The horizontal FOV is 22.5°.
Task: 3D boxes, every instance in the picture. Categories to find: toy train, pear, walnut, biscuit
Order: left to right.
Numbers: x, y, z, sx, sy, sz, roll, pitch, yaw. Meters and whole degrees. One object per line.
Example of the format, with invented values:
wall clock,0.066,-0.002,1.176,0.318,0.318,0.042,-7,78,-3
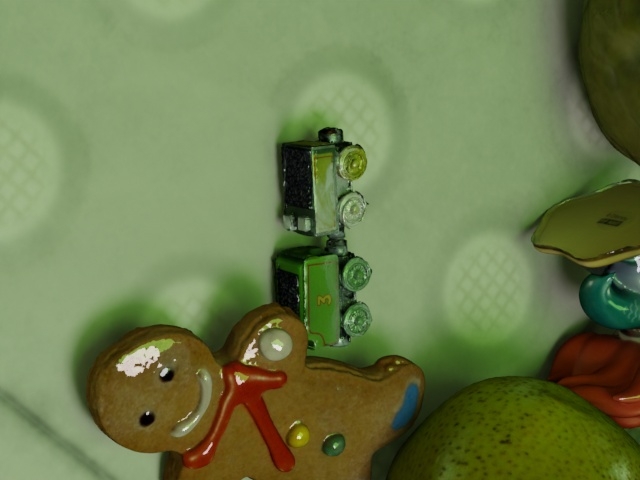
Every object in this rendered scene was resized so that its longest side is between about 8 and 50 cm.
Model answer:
biscuit,-0.058,0.158,1.409,0.324,0.049,0.205,25,99,-34
toy train,0.000,0.000,1.452,0.081,0.060,0.202,-9,102,-34
pear,0.186,0.271,1.488,0.294,0.294,0.294,-5,98,-34
walnut,0.401,-0.201,1.585,0.282,0.253,0.277,-22,101,-27

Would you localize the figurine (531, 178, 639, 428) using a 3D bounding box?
figurine,0.315,0.092,1.624,0.208,0.181,0.257,-63,135,-58
